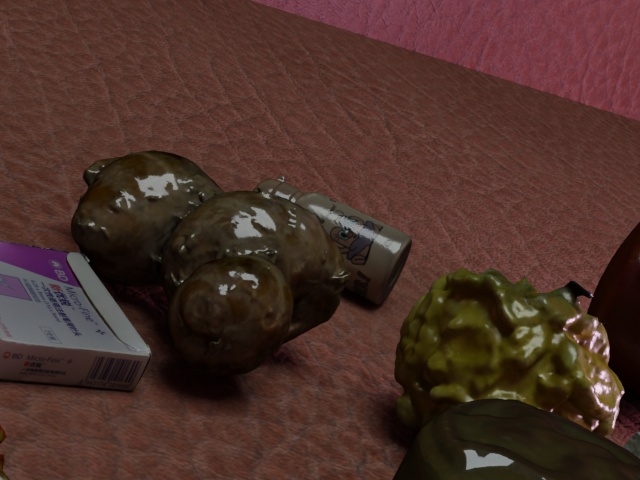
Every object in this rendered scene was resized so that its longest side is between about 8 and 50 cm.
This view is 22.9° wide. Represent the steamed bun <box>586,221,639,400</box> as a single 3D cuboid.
[{"bbox_3d":[0.474,0.094,2.037,0.235,0.248,0.379,25,28,14],"label":"steamed bun"}]

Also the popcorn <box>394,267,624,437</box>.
[{"bbox_3d":[0.197,0.129,1.641,0.249,0.225,0.249,19,13,-5],"label":"popcorn"}]

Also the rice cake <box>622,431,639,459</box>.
[{"bbox_3d":[0.391,0.286,1.717,0.045,0.042,0.245,30,14,-21],"label":"rice cake"}]

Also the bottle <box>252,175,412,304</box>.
[{"bbox_3d":[0.000,0.000,1.985,0.209,0.097,0.110,25,61,10],"label":"bottle"}]

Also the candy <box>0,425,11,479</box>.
[{"bbox_3d":[-0.208,0.207,1.173,0.288,0.078,0.084,36,39,25],"label":"candy"}]

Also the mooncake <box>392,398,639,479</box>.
[{"bbox_3d":[0.191,0.257,1.380,0.284,0.155,0.284,19,18,-6],"label":"mooncake"}]

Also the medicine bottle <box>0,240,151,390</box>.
[{"bbox_3d":[-0.275,0.068,1.515,0.171,0.052,0.201,10,24,-36],"label":"medicine bottle"}]

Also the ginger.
[{"bbox_3d":[-0.135,0.005,1.674,0.256,0.176,0.375,-7,32,-46],"label":"ginger"}]
